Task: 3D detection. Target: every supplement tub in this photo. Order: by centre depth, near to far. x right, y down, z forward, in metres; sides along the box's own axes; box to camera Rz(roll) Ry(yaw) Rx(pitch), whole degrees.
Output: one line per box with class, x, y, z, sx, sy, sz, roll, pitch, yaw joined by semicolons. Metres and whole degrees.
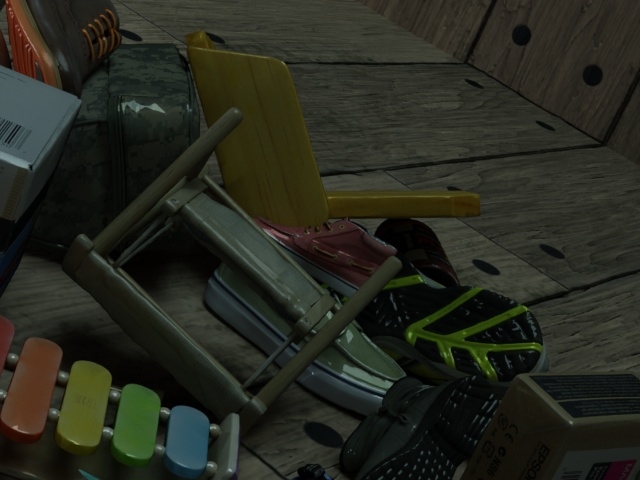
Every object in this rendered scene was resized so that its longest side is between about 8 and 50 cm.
supplement tub;0.123;0.037;2.101;0.106;0.106;0.198;18;21;-17

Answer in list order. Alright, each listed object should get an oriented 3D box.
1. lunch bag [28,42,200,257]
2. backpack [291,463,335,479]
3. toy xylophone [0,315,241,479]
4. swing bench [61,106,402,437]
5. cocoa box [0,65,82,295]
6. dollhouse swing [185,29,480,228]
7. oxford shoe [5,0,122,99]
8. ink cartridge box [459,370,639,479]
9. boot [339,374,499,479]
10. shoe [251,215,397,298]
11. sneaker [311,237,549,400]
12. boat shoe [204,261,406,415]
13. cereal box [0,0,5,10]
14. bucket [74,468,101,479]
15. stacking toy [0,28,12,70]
lunch bag;-0.283;-0.113;1.872;0.256;0.213;0.305;0;24;-8
backpack;0.029;0.296;1.332;0.173;0.117;0.158;24;20;2
toy xylophone;-0.234;0.155;1.440;0.322;0.081;0.236;18;21;-17
swing bench;-0.103;0.046;1.617;0.253;0.165;0.254;44;60;3
cocoa box;-0.457;-0.079;1.553;0.347;0.228;0.231;22;22;-6
dollhouse swing;0.017;-0.147;2.007;0.305;0.315;0.347;-15;2;1
oxford shoe;-0.296;-0.247;1.792;0.132;0.130;0.364;-7;30;-11
ink cartridge box;0.228;0.246;1.512;0.193;0.235;0.088;4;29;-42
boot;0.067;0.232;1.566;0.083;0.246;0.161;53;-29;-13
shoe;0.000;0.000;1.815;0.178;0.081;0.063;30;6;1
sneaker;0.109;0.109;1.916;0.384;0.145;0.147;27;-20;32
boat shoe;-0.010;0.102;1.804;0.302;0.094;0.109;32;22;21
cereal box;-0.484;-0.260;1.958;0.047;0.240;0.173;41;22;2
bucket;-0.118;0.301;0.949;0.183;0.281;0.281;23;20;-6
stacking toy;-0.530;-0.176;1.766;0.330;0.141;0.141;-22;43;-25
